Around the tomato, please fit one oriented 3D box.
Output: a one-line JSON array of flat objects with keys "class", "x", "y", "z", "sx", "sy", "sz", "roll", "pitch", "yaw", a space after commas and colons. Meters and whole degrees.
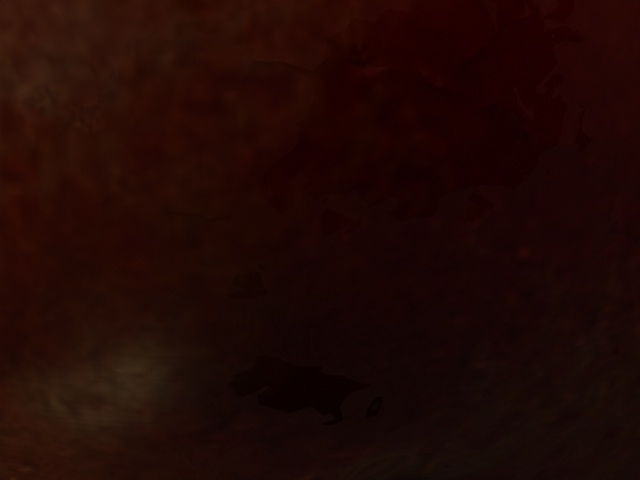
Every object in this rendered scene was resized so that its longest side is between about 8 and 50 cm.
[{"class": "tomato", "x": -0.003, "y": 0.010, "z": 0.446, "sx": 0.338, "sy": 0.143, "sz": 0.338, "roll": -9, "pitch": -36, "yaw": -7}]
